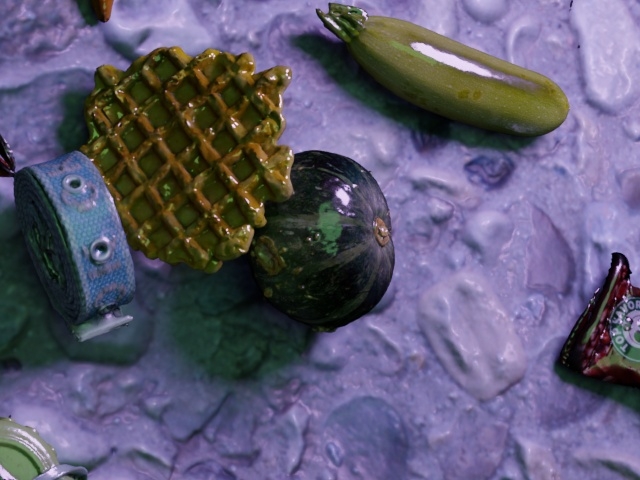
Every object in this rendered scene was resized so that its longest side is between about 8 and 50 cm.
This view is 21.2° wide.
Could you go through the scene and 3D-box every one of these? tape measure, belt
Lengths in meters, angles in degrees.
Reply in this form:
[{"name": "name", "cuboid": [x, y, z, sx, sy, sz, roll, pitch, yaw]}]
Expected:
[{"name": "tape measure", "cuboid": [-0.317, 0.247, 1.635, 0.177, 0.087, 0.154, -41, 94, -30]}, {"name": "belt", "cuboid": [-0.249, -0.001, 1.702, 0.082, 0.147, 0.163, -22, 63, -25]}]

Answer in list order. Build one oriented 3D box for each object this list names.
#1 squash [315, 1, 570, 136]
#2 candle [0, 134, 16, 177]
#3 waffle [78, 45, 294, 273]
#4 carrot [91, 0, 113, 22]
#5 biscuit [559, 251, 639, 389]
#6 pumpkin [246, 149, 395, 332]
[{"name": "squash", "cuboid": [0.141, -0.189, 1.960, 0.341, 0.094, 0.094, 19, 69, -22]}, {"name": "candle", "cuboid": [-0.430, -0.121, 1.696, 0.302, 0.059, 0.084, 25, 80, -15]}, {"name": "waffle", "cuboid": [-0.139, -0.088, 1.759, 0.243, 0.059, 0.238, 6, 75, 19]}, {"name": "carrot", "cuboid": [-0.249, -0.400, 1.856, 0.069, 0.069, 0.336, 1, 83, -24]}, {"name": "biscuit", "cuboid": [0.403, 0.123, 2.009, 0.235, 0.063, 0.151, 27, 67, -13]}, {"name": "pumpkin", "cuboid": [0.000, -0.002, 1.804, 0.190, 0.146, 0.190, 48, 28, -36]}]
